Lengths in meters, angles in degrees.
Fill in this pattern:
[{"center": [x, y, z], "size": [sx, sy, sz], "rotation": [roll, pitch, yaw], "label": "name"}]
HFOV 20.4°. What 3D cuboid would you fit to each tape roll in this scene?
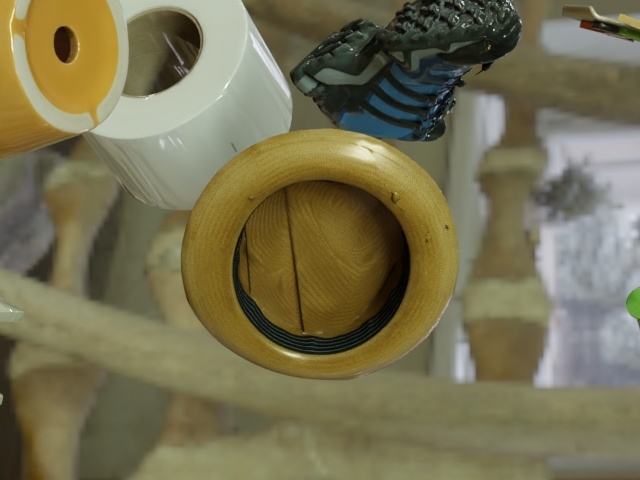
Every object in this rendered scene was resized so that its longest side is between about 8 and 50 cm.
[{"center": [-0.173, -0.180, 2.125], "size": [0.169, 0.246, 0.246], "rotation": [59, 33, -56], "label": "tape roll"}]

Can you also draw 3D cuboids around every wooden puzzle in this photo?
[{"center": [0.219, -0.156, 1.310], "size": [0.116, 0.078, 0.014], "rotation": [-123, -128, -82], "label": "wooden puzzle"}]

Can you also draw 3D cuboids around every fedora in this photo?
[{"center": [0.000, 0.000, 1.171], "size": [0.079, 0.194, 0.194], "rotation": [-89, 168, -58], "label": "fedora"}]

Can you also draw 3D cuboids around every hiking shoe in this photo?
[{"center": [0.105, -0.167, 1.756], "size": [0.113, 0.304, 0.132], "rotation": [-48, 111, -29], "label": "hiking shoe"}]

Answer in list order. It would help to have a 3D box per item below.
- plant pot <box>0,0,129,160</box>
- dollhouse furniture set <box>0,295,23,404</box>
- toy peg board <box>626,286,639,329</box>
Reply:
[{"center": [-0.250, -0.136, 1.282], "size": [0.205, 0.188, 0.205], "rotation": [0, 90, -57], "label": "plant pot"}, {"center": [-0.349, 0.118, 1.441], "size": [0.129, 0.129, 0.184], "rotation": [5, 106, -45], "label": "dollhouse furniture set"}, {"center": [0.271, 0.076, 1.095], "size": [0.079, 0.161, 0.161], "rotation": [17, 56, -54], "label": "toy peg board"}]
